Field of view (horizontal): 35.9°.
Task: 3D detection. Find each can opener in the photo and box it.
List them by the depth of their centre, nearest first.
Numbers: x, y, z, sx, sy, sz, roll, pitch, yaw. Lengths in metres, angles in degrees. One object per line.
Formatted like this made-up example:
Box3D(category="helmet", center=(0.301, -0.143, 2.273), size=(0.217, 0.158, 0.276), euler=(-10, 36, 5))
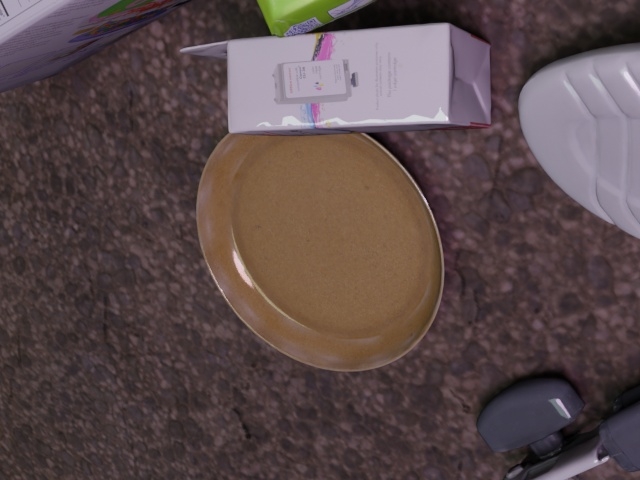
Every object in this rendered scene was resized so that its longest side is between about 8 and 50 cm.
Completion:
Box3D(category="can opener", center=(0.229, 0.124, 0.729), size=(0.280, 0.074, 0.093), euler=(-34, 92, 38))

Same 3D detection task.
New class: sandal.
Box3D(category="sandal", center=(0.312, -0.058, 0.575), size=(0.416, 0.102, 0.169), euler=(11, 137, 44))

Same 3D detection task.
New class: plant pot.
Box3D(category="plant pot", center=(0.000, 0.000, 0.836), size=(0.236, 0.032, 0.236), euler=(13, 119, 25))

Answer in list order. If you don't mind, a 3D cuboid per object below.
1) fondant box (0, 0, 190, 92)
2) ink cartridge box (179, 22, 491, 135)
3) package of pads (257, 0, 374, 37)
Box3D(category="fondant box", center=(-0.203, -0.192, 0.736), size=(0.330, 0.238, 0.096), euler=(-16, 102, 36))
Box3D(category="ink cartridge box", center=(0.011, -0.109, 0.701), size=(0.198, 0.115, 0.067), euler=(1, 95, 24))
Box3D(category="package of pads", center=(0.022, -0.302, 0.590), size=(0.229, 0.101, 0.296), euler=(-21, 101, 12))
